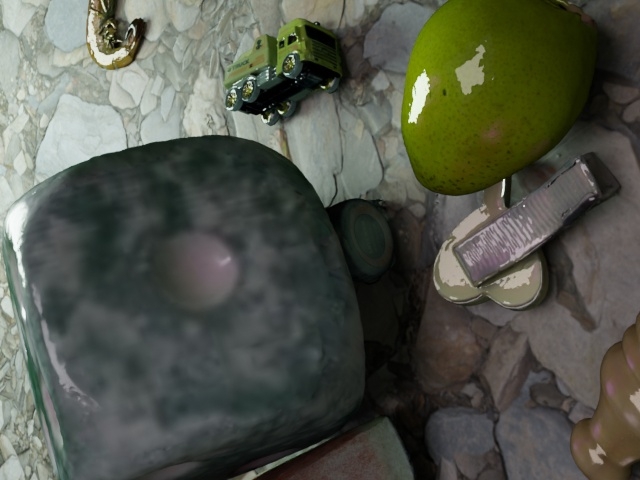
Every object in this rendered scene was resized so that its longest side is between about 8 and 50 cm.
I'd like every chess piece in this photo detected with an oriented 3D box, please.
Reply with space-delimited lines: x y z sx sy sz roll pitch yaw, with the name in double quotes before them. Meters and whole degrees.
"chess piece" 0.328 0.108 0.947 0.139 0.124 0.307 36 122 2

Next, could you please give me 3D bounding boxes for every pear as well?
"pear" 0.165 -0.147 1.029 0.187 0.187 0.220 46 117 32

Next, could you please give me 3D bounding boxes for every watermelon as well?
"watermelon" -0.036 0.312 1.197 0.283 0.292 0.250 -2 60 43

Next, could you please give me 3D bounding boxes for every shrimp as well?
"shrimp" -0.308 -0.344 1.564 0.124 0.034 0.178 14 102 39

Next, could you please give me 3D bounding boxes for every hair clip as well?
"hair clip" 0.200 -0.016 1.081 0.218 0.071 0.159 -41 62 29

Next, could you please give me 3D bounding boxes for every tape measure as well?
"tape measure" 0.000 0.004 1.237 0.180 0.107 0.104 -1 93 39

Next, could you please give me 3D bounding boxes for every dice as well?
"dice" -0.162 0.101 1.176 0.348 0.330 0.328 125 129 -62

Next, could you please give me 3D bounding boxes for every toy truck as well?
"toy truck" -0.051 -0.218 1.305 0.169 0.077 0.100 -23 62 44
